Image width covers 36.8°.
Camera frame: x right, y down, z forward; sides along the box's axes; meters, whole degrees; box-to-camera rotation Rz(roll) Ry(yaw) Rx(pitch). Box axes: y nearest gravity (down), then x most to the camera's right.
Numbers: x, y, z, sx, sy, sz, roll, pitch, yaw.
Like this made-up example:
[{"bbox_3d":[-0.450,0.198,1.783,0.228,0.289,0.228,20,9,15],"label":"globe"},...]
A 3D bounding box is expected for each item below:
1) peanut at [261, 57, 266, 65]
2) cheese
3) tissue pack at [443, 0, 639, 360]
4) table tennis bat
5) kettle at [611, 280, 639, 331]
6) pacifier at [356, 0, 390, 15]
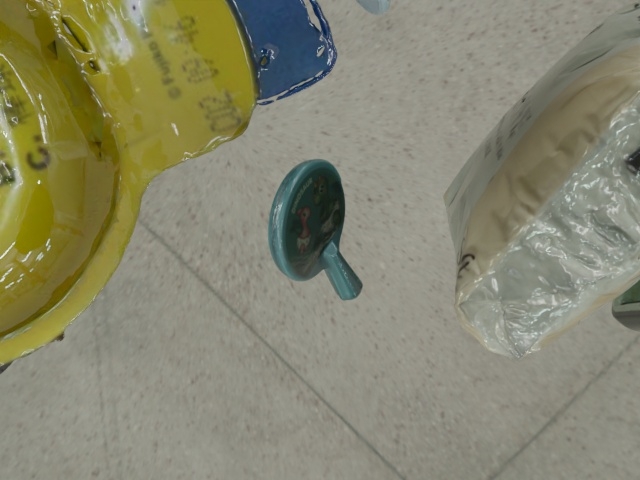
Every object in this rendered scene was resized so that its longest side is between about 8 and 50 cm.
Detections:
[{"bbox_3d":[-0.114,-0.240,0.977,0.110,0.233,0.196,-12,92,-17],"label":"peanut"},{"bbox_3d":[-0.125,-0.046,0.380,0.270,0.069,0.177,-28,102,-5],"label":"cheese"},{"bbox_3d":[0.290,-0.078,1.088,0.195,0.375,0.390,35,114,-11],"label":"tissue pack"},{"bbox_3d":[0.000,0.000,1.007,0.033,0.201,0.124,14,61,32],"label":"table tennis bat"},{"bbox_3d":[0.547,-0.028,1.439,0.250,0.376,0.361,33,94,-3],"label":"kettle"},{"bbox_3d":[0.034,-0.334,0.822,0.207,0.279,0.227,-26,74,-1],"label":"pacifier"}]
